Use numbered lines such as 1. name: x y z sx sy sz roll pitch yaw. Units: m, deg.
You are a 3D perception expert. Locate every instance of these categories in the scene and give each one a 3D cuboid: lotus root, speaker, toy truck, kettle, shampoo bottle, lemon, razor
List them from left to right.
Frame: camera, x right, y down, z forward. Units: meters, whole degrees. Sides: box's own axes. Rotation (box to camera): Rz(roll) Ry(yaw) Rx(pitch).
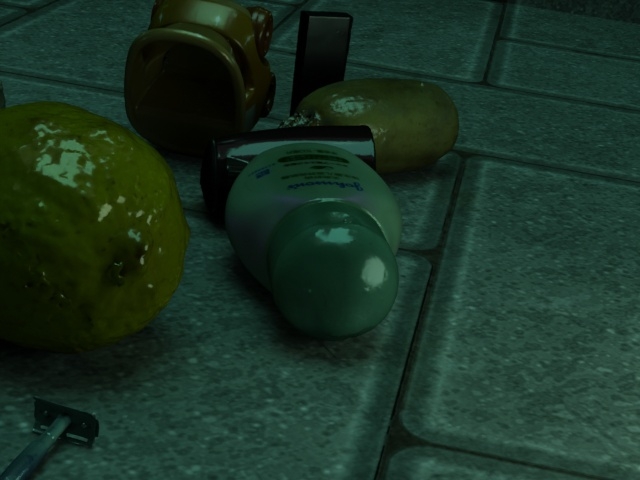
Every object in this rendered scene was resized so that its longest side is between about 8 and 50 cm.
1. razor: -0.258 0.194 1.100 0.068 0.040 0.135 13 29 14
2. lemon: -0.285 -0.016 1.310 0.268 0.268 0.322 -12 29 -40
3. toy truck: -0.187 -0.266 1.962 0.204 0.288 0.211 12 47 7
4. kettle: -0.053 -0.093 1.741 0.232 0.144 0.202 1 3 -9
5. speaker: -0.001 -0.275 2.081 0.082 0.218 0.044 -2 25 -20
6. shampoo bottle: 0.000 0.000 1.492 0.222 0.151 0.349 2 22 -9
7. lotus root: 0.071 -0.185 1.972 0.343 0.151 0.169 -4 24 -34

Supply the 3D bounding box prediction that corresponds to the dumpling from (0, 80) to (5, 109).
1. dumpling: -0.550 -0.209 1.892 0.136 0.118 0.199 -26 9 -31
